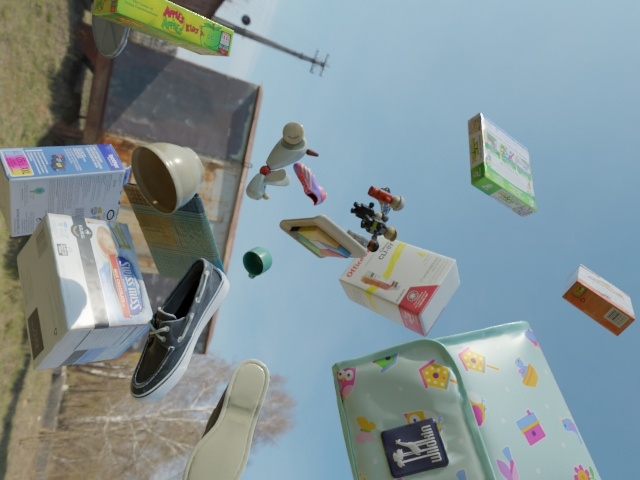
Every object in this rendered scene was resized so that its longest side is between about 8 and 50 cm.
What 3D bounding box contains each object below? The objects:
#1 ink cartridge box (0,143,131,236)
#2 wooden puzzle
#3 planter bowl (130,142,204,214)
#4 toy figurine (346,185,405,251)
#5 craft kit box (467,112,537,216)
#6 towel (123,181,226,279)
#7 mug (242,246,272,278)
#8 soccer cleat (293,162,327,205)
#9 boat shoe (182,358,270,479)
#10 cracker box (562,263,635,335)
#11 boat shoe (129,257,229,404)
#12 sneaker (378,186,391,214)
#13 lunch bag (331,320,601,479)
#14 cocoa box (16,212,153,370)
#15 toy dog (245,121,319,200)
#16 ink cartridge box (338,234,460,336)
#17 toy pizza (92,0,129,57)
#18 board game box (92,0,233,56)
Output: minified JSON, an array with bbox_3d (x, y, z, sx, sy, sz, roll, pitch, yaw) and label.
[{"bbox_3d":[-0.837,-0.177,1.427,0.151,0.395,0.270,55,-46,22],"label":"ink cartridge box"},{"bbox_3d":[0.000,0.000,1.368,0.239,0.221,0.044,-7,-129,54],"label":"wooden puzzle"},{"bbox_3d":[-0.341,-0.156,0.972,0.162,0.109,0.162,22,-51,29],"label":"planter bowl"},{"bbox_3d":[0.203,-0.071,1.552,0.213,0.148,0.209,-45,-153,55],"label":"toy figurine"},{"bbox_3d":[0.552,-0.228,1.280,0.061,0.250,0.246,-33,-138,47],"label":"craft kit box"},{"bbox_3d":[-0.439,-0.006,1.310,0.040,0.271,0.370,-62,156,-45],"label":"towel"},{"bbox_3d":[-0.307,0.101,2.047,0.158,0.097,0.129,-28,-87,37],"label":"mug"},{"bbox_3d":[-0.067,-0.292,2.173,0.095,0.248,0.083,-44,-171,-35],"label":"soccer cleat"},{"bbox_3d":[-0.203,0.426,0.931,0.096,0.117,0.324,114,-4,-67],"label":"boat shoe"},{"bbox_3d":[0.765,0.155,1.163,0.156,0.232,0.067,40,-64,21],"label":"cracker box"},{"bbox_3d":[-0.298,0.174,0.849,0.108,0.102,0.301,18,-114,32],"label":"boat shoe"},{"bbox_3d":[0.298,-0.186,1.982,0.058,0.052,0.135,15,-74,56],"label":"sneaker"},{"bbox_3d":[0.152,0.228,0.486,0.160,0.262,0.223,121,-39,-55],"label":"lunch bag"},{"bbox_3d":[-0.651,0.137,1.163,0.231,0.228,0.347,-39,-116,28],"label":"cocoa box"},{"bbox_3d":[-0.133,-0.284,1.624,0.333,0.161,0.220,-56,-179,17],"label":"toy dog"},{"bbox_3d":[0.308,0.161,1.677,0.385,0.160,0.279,21,-119,39],"label":"ink cartridge box"},{"bbox_3d":[-0.522,-0.566,1.066,0.201,0.032,0.201,5,-83,39],"label":"toy pizza"},{"bbox_3d":[-0.238,-0.337,0.652,0.092,0.181,0.043,24,-74,40],"label":"board game box"}]
